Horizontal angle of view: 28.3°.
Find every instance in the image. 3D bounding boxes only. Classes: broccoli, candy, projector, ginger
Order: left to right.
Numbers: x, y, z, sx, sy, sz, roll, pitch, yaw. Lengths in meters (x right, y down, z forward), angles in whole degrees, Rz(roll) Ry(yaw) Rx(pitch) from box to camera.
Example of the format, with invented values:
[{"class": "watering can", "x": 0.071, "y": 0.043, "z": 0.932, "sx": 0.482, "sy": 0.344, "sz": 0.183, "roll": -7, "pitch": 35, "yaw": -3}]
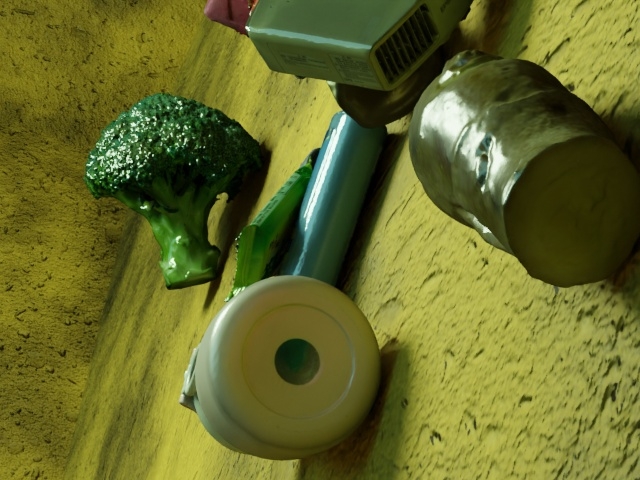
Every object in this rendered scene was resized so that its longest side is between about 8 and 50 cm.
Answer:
[{"class": "broccoli", "x": -0.216, "y": -0.081, "z": 1.939, "sx": 0.297, "sy": 0.297, "sz": 0.297, "roll": 154, "pitch": 103, "yaw": -71}, {"class": "candy", "x": -0.045, "y": -0.010, "z": 1.302, "sx": 0.178, "sy": 0.032, "sz": 0.102, "roll": -52, "pitch": -19, "yaw": -58}, {"class": "projector", "x": 0.074, "y": -0.253, "z": 1.128, "sx": 0.193, "sy": 0.088, "sz": 0.270, "roll": 15, "pitch": 66, "yaw": 35}, {"class": "ginger", "x": 0.117, "y": -0.054, "z": 0.797, "sx": 0.116, "sy": 0.109, "sz": 0.263, "roll": -65, "pitch": 15, "yaw": 12}]

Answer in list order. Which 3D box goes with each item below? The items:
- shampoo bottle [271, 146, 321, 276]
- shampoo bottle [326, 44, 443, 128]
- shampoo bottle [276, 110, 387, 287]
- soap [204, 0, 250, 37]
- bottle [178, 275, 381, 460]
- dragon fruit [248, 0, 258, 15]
[{"class": "shampoo bottle", "x": -0.038, "y": -0.022, "z": 1.489, "sx": 0.234, "sy": 0.049, "sz": 0.087, "roll": 129, "pitch": 159, "yaw": -54}, {"class": "shampoo bottle", "x": 0.056, "y": -0.229, "z": 1.324, "sx": 0.125, "sy": 0.084, "sz": 0.350, "roll": -37, "pitch": 23, "yaw": 17}, {"class": "shampoo bottle", "x": 0.000, "y": 0.000, "z": 1.280, "sx": 0.104, "sy": 0.061, "sz": 0.259, "roll": 156, "pitch": 133, "yaw": -85}, {"class": "soap", "x": -0.076, "y": -0.421, "z": 1.968, "sx": 0.250, "sy": 0.162, "sz": 0.099, "roll": 131, "pitch": 155, "yaw": -58}, {"class": "bottle", "x": -0.046, "y": 0.126, "z": 1.119, "sx": 0.236, "sy": 0.147, "sz": 0.148, "roll": 133, "pitch": 154, "yaw": -69}, {"class": "dragon fruit", "x": -0.052, "y": -0.337, "z": 1.852, "sx": 0.121, "sy": 0.130, "sz": 0.142, "roll": -35, "pitch": 68, "yaw": 60}]
